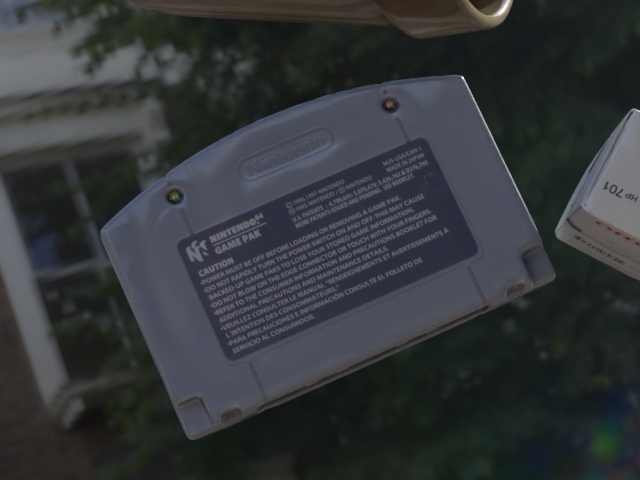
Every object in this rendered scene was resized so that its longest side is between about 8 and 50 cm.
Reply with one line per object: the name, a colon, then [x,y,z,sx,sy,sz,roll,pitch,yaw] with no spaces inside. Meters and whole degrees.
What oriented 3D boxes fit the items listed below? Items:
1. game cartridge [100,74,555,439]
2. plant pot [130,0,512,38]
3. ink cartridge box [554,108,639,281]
game cartridge: [0.000,0.000,1.435,0.294,0.196,0.060,-23,-8,-6]
plant pot: [-0.026,-0.298,1.513,0.280,0.323,0.323,-9,-14,20]
ink cartridge box: [0.249,-0.014,1.374,0.082,0.139,0.191,-62,-4,-6]
